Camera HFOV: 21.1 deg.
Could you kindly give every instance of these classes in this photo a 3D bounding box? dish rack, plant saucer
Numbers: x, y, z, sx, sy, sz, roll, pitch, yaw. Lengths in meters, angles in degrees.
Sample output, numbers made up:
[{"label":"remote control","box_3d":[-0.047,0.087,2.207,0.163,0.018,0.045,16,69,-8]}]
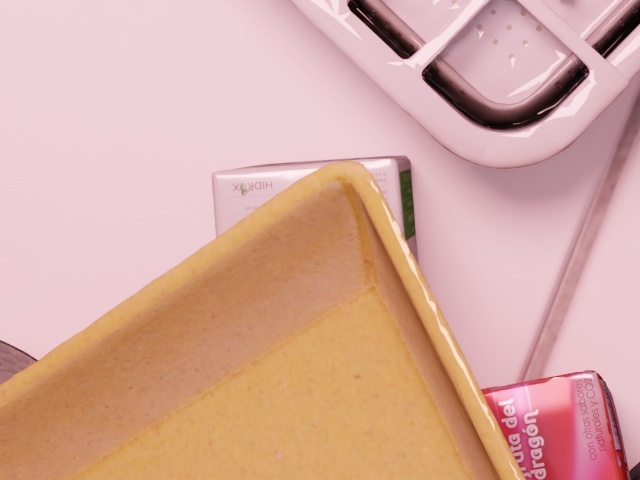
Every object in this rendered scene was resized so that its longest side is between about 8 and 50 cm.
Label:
[{"label":"dish rack","box_3d":[0.114,-0.236,0.921,0.285,0.072,0.333,44,97,4]},{"label":"plant saucer","box_3d":[-0.024,0.183,0.837,0.333,0.081,0.333,-34,71,23]}]

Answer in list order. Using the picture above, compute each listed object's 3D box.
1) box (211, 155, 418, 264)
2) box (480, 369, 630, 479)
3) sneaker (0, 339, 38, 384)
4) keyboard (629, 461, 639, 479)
[{"label":"box","box_3d":[0.000,0.000,0.931,0.102,0.101,0.087,-3,93,7]},{"label":"box","box_3d":[0.114,0.205,0.892,0.122,0.128,0.257,-12,80,11]},{"label":"sneaker","box_3d":[-0.243,0.126,0.980,0.226,0.086,0.163,27,105,-4]},{"label":"keyboard","box_3d":[0.256,0.172,0.951,0.180,0.023,0.108,45,97,2]}]
